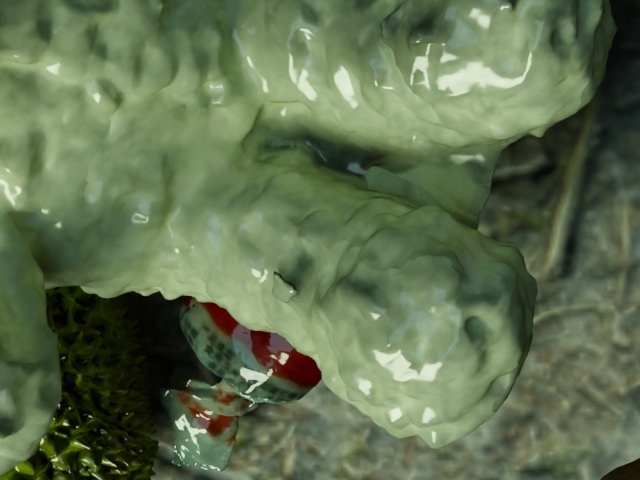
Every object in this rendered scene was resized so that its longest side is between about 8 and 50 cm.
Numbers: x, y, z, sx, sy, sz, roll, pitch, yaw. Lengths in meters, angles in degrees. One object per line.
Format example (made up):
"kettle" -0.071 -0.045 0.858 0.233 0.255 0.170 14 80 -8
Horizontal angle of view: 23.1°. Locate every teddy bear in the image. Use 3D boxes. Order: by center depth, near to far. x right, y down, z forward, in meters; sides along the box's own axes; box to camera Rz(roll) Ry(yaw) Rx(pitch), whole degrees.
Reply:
"teddy bear" -0.143 -0.068 0.626 0.375 0.362 0.328 17 94 40

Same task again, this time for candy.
"candy" 0.001 0.000 0.778 0.086 0.059 0.292 41 111 10

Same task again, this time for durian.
"durian" -0.172 0.075 0.804 0.159 0.146 0.198 -30 86 39

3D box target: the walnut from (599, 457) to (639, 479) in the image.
"walnut" 0.195 0.171 0.663 0.165 0.165 0.197 -31 92 24
